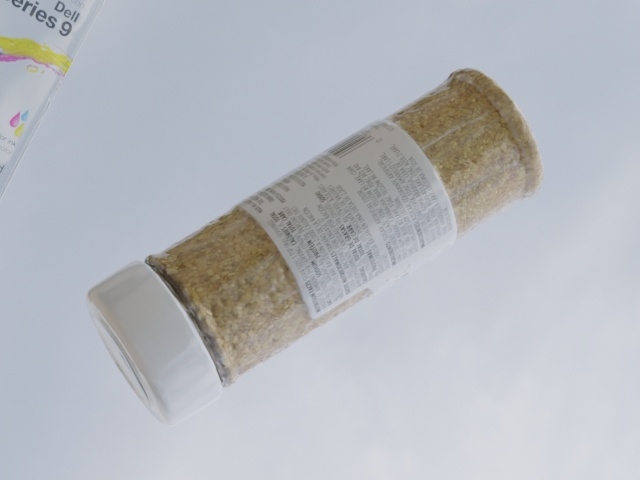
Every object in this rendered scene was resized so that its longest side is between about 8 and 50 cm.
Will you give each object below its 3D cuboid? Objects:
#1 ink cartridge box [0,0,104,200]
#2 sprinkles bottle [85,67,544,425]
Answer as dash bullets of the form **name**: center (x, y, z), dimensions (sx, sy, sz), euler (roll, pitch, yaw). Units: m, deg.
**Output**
- **ink cartridge box**: center (-0.266, -0.147, 1.069), dimensions (0.093, 0.154, 0.212), euler (15, -104, 55)
- **sprinkles bottle**: center (0.000, 0.000, 1.135), dimensions (0.355, 0.121, 0.121), euler (-32, -150, -15)
